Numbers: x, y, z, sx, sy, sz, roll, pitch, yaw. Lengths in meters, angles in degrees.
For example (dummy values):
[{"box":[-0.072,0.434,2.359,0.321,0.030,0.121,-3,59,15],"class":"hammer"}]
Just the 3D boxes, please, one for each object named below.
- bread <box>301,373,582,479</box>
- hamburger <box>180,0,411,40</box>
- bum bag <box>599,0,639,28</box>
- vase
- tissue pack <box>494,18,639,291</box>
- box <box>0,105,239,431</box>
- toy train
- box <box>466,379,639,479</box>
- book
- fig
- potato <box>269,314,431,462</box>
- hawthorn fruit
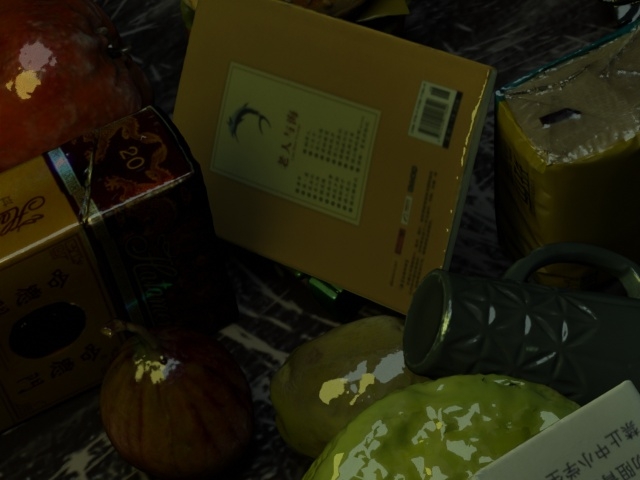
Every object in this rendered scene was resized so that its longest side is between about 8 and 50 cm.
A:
[{"box":[0.126,0.295,1.651,0.348,0.308,0.348,4,66,-9],"class":"bread"},{"box":[-0.040,-0.310,2.183,0.291,0.225,0.291,-3,54,4],"class":"hamburger"},{"box":[0.344,-0.336,2.231,0.137,0.074,0.310,-23,59,-23],"class":"bum bag"},{"box":[0.231,0.100,1.815,0.301,0.156,0.251,14,51,-18],"class":"vase"},{"box":[0.280,-0.072,1.934,0.192,0.271,0.134,-28,59,-10],"class":"tissue pack"},{"box":[-0.301,0.056,1.934,0.415,0.264,0.115,-24,53,-9],"class":"box"},{"box":[0.000,0.000,2.049,0.170,0.071,0.111,35,75,31],"class":"toy train"},{"box":[0.238,0.257,1.479,0.168,0.071,0.259,-27,79,-20],"class":"box"},{"box":[-0.005,-0.098,1.970,0.389,0.269,0.032,23,17,36],"class":"book"},{"box":[-0.149,0.142,1.914,0.148,0.202,0.149,-19,17,-21],"class":"fig"},{"box":[0.051,0.147,1.885,0.200,0.154,0.137,-10,74,5],"class":"potato"},{"box":[-0.327,-0.145,2.121,0.272,0.242,0.242,-35,54,10],"class":"hawthorn fruit"}]
